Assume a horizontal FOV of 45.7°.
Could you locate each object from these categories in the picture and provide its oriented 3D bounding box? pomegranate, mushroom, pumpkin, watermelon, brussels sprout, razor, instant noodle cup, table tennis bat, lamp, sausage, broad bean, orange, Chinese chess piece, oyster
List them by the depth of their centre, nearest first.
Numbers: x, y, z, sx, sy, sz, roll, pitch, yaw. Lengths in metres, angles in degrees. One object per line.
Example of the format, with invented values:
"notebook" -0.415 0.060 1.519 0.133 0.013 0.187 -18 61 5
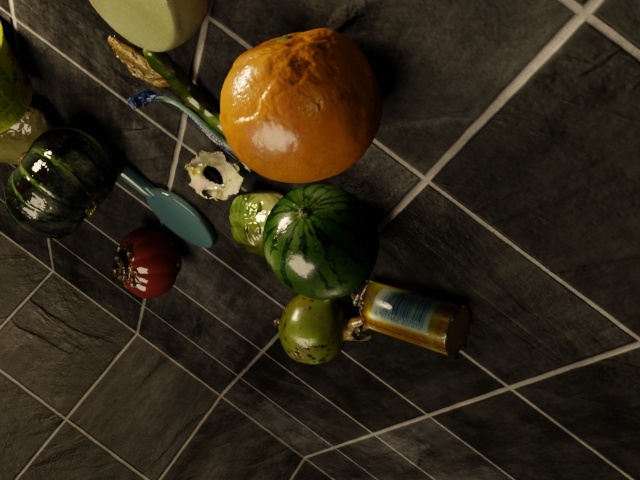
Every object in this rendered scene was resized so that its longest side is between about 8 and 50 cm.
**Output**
"orange" -0.033 -0.211 1.215 0.261 0.261 0.261 29 153 16
"Chinese chess piece" -0.314 -0.453 1.331 0.250 0.101 0.250 29 153 16
"broad bean" -0.254 -0.297 1.544 0.292 0.049 0.144 43 174 -26
"watermelon" 0.002 0.002 1.548 0.242 0.242 0.242 29 153 16
"razor" -0.264 -0.247 1.676 0.324 0.093 0.056 32 119 1
"sausage" 0.192 0.172 1.737 0.318 0.117 0.125 14 132 41
"brussels sprout" -0.129 -0.037 1.761 0.181 0.144 0.161 22 118 52
"oyster" -0.238 -0.154 1.774 0.209 0.072 0.132 -25 102 51
"instant noodle cup" -0.891 -0.417 1.919 0.311 0.311 0.221 27 161 20
"pomegranate" 0.006 0.215 1.986 0.246 0.198 0.198 -28 119 23
"pumpkin" -0.700 -0.159 2.048 0.241 0.323 0.323 42 154 -14
"table tennis bat" -0.430 -0.091 2.150 0.329 0.044 0.215 41 155 -15
"mushroom" -0.868 -0.308 2.164 0.217 0.212 0.292 33 149 25
"lamp" -0.543 0.071 2.357 0.227 0.227 0.226 29 153 16

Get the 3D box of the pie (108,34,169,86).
"pie" -0.383 -0.376 1.626 0.170 0.034 0.092 35 153 -10
